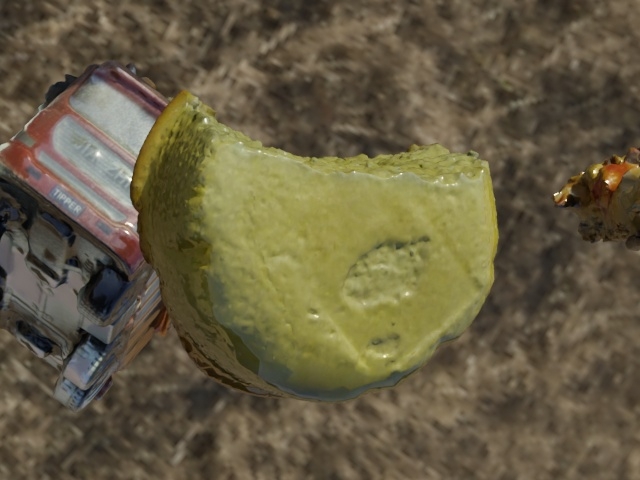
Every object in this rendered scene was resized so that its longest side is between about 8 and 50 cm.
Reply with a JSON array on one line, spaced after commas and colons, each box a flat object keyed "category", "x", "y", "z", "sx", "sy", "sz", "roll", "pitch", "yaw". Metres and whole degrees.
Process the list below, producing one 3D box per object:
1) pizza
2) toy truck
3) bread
[{"category": "pizza", "x": 0.247, "y": -0.037, "z": 1.132, "sx": 0.287, "sy": 0.251, "sz": 0.074, "roll": -9, "pitch": 88, "yaw": -43}, {"category": "toy truck", "x": -0.127, "y": 0.003, "z": 0.979, "sx": 0.135, "sy": 0.114, "sz": 0.270, "roll": -51, "pitch": 176, "yaw": -25}, {"category": "bread", "x": -0.004, "y": 0.010, "z": 0.728, "sx": 0.156, "sy": 0.086, "sz": 0.125, "roll": 10, "pitch": 92, "yaw": -25}]
